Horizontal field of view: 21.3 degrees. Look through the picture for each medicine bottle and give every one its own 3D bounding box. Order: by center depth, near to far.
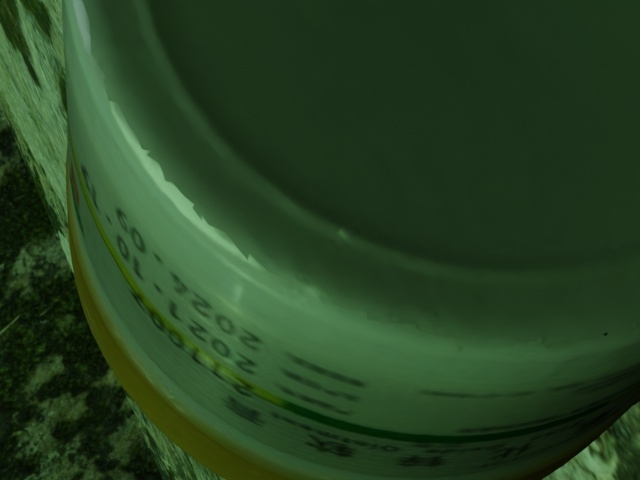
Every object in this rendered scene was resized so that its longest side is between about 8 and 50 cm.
[{"bbox_3d":[0.033,-0.042,0.565,0.238,0.238,0.232,60,165,14],"label":"medicine bottle"}]

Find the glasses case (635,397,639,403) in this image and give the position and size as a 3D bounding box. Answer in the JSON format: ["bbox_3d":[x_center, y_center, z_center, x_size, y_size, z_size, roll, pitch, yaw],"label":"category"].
[{"bbox_3d":[0.058,-0.061,0.772,0.316,0.075,0.123,63,168,6],"label":"glasses case"}]
